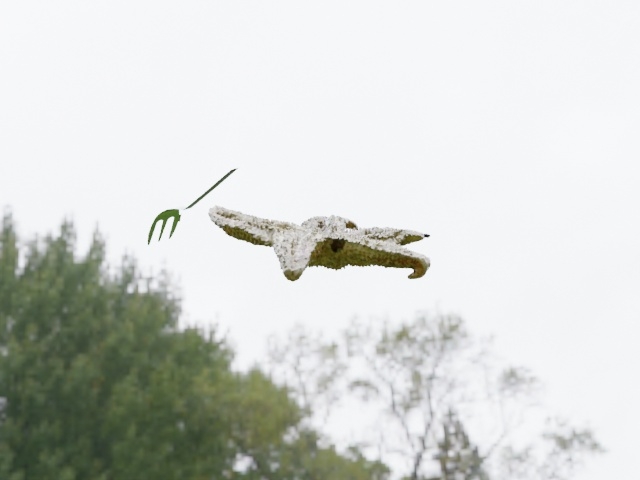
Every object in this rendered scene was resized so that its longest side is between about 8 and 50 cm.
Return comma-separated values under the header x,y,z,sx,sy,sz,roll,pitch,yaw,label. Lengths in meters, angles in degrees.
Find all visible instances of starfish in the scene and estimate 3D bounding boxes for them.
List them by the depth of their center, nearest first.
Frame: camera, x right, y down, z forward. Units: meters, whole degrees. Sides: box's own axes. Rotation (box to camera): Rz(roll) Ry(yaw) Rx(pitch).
x,y,z,sx,sy,sz,roll,pitch,yaw,label
0.000,0.001,1.082,0.240,0.043,0.227,16,10,29,starfish

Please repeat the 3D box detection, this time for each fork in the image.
x,y,z,sx,sy,sz,roll,pitch,yaw,label
-0.136,-0.044,1.299,0.039,0.021,0.235,-22,-7,-32,fork
